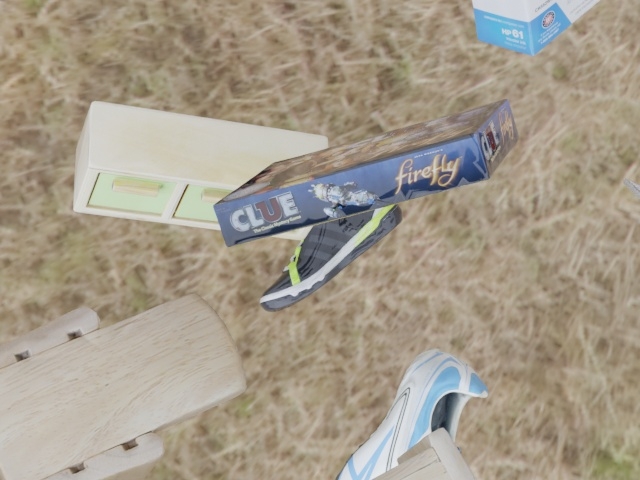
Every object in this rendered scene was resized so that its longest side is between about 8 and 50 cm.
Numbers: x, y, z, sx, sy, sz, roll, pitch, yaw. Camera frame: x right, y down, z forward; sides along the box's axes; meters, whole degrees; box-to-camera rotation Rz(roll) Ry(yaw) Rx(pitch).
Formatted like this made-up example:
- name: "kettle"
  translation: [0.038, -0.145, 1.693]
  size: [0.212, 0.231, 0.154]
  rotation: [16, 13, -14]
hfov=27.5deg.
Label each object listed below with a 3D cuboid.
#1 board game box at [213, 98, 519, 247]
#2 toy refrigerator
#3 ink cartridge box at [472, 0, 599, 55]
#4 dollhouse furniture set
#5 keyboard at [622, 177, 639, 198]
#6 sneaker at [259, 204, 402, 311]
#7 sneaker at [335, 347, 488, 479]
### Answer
- name: "board game box"
  translation: [0.045, -0.062, 1.171]
  size: [0.243, 0.165, 0.042]
  rotation: [-14, 101, 21]
- name: "toy refrigerator"
  translation: [-0.131, -0.071, 1.456]
  size: [0.269, 0.094, 0.102]
  rotation: [8, 149, -18]
- name: "ink cartridge box"
  translation: [0.144, -0.202, 0.884]
  size: [0.052, 0.088, 0.122]
  rotation: [25, 144, 40]
- name: "dollhouse furniture set"
  translation: [-0.059, 0.202, 0.703]
  size: [0.286, 0.198, 0.303]
  rotation: [60, 151, 14]
- name: "keyboard"
  translation: [0.299, -0.010, 1.059]
  size: [0.072, 0.256, 0.014]
  rotation: [32, 102, -5]
- name: "sneaker"
  translation: [0.000, 0.000, 1.717]
  size: [0.234, 0.084, 0.097]
  rotation: [-38, 89, -14]
- name: "sneaker"
  translation: [0.083, 0.222, 1.303]
  size: [0.086, 0.085, 0.237]
  rotation: [33, 98, 37]
